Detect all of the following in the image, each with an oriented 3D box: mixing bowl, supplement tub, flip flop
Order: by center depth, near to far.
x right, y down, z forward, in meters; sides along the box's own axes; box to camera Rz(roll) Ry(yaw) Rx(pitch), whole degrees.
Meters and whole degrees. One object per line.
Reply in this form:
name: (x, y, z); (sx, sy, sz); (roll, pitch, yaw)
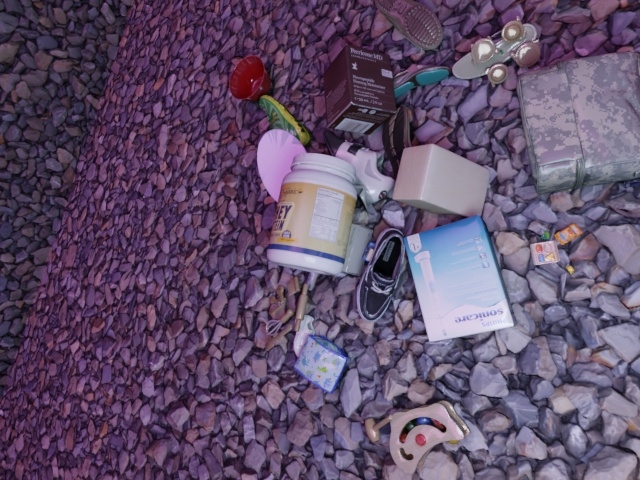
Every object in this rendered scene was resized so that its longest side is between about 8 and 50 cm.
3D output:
supplement tub: (-0.018, -0.071, 1.176); (0.228, 0.228, 0.316); (6, 81, 32)
flip flop: (0.268, -0.282, 1.257); (0.112, 0.080, 0.277); (-30, 69, 53)
mixing bowl: (-0.268, -0.635, 1.629); (0.181, 0.098, 0.181); (-6, 78, 31)

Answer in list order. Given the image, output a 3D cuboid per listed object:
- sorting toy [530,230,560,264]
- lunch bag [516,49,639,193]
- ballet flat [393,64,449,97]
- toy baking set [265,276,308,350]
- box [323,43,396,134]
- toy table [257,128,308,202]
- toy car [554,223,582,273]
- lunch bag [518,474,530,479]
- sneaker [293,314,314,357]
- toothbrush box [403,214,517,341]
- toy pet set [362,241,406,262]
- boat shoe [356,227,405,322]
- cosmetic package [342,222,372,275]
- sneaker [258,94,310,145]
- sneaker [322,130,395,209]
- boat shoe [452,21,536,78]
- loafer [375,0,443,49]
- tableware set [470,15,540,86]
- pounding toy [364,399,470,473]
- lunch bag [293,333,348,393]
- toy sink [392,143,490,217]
sorting toy: (0.584, 0.019, 1.055); (0.062, 0.012, 0.083); (-12, 76, 29)
lunch bag: (0.630, -0.272, 0.961); (0.256, 0.212, 0.305); (-10, 77, 30)
ballet flat: (0.300, -0.523, 1.287); (0.213, 0.072, 0.068); (-15, 70, 29)
toy baking set: (-0.119, 0.254, 1.397); (0.196, 0.030, 0.256); (-18, 55, 44)
box: (0.121, -0.475, 1.294); (0.167, 0.168, 0.203); (155, 114, -62)
toy table: (-0.107, -0.232, 1.390); (0.252, 0.161, 0.274); (-11, 89, 7)
toy car: (0.634, 0.018, 1.009); (0.060, 0.040, 0.122); (-18, 74, 24)
lunch bag: (0.449, 0.744, 0.920); (0.287, 0.169, 0.235); (-46, 62, 11)
sneaker: (-0.054, 0.326, 1.361); (0.061, 0.053, 0.152); (-5, 78, 27)
toothbrush box: (0.376, 0.108, 1.097); (0.216, 0.126, 0.296); (-20, 71, 26)
toy pet set: (0.192, 0.065, 1.269); (0.114, 0.065, 0.122); (24, 103, -1)
boat shoe: (0.182, 0.114, 1.193); (0.108, 0.102, 0.301); (18, 103, 0)
cosmetic package: (0.000, 0.000, 1.351); (0.309, 0.113, 0.160); (13, 88, 33)
sneaker: (-0.161, -0.444, 1.526); (0.123, 0.109, 0.295); (-45, 63, 12)
sneaker: (0.126, -0.261, 1.332); (0.146, 0.122, 0.330); (-33, 64, 3)
boat shoe: (0.503, -0.552, 1.180); (0.233, 0.084, 0.079); (-22, 33, 33)
loafer: (0.296, -0.720, 1.315); (0.102, 0.092, 0.268); (-46, 78, 21)
tableware set: (0.515, -0.524, 1.126); (0.168, 0.020, 0.141); (-26, 111, 32)
pounding toy: (0.251, 0.535, 1.081); (0.269, 0.155, 0.154); (-26, 65, 25)
lunch bag: (0.009, 0.391, 1.287); (0.151, 0.096, 0.129); (27, 95, 41)
toy sink: (0.341, -0.159, 1.147); (0.131, 0.234, 0.153); (11, 88, 61)
